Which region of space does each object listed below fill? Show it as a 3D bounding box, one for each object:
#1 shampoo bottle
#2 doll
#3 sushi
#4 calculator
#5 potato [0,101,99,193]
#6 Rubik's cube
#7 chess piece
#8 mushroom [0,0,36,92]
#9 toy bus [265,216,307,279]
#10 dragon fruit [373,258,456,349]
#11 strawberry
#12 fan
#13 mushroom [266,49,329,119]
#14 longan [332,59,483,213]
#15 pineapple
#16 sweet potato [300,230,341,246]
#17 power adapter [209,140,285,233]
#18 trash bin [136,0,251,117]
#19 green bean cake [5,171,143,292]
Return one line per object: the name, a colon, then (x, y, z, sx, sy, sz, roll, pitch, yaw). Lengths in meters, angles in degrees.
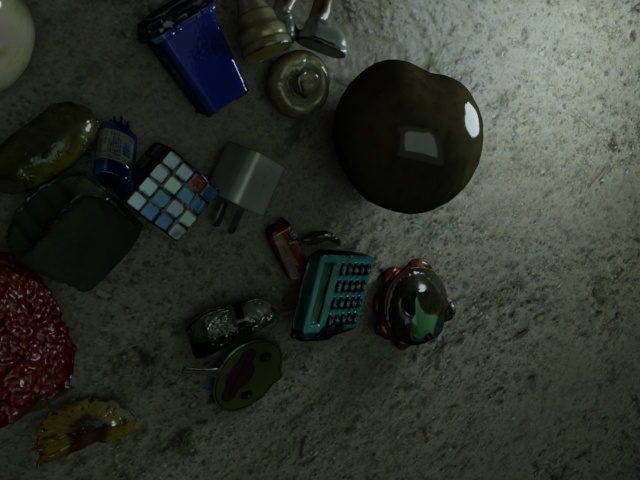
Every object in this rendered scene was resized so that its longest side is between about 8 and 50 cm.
shampoo bottle: (-0.436, -0.192, 1.204, 0.087, 0.183, 0.050, 26, 132, -39)
doll: (-0.001, -0.646, 1.327, 0.348, 0.161, 0.423, 35, 90, -27)
sushi: (-0.216, 0.199, 1.459, 0.272, 0.134, 0.109, -27, 83, -10)
calculator: (0.042, 0.152, 1.565, 0.274, 0.058, 0.248, 5, 102, -50)
potato: (-0.563, -0.184, 1.148, 0.251, 0.149, 0.113, -49, 141, -13)
Rubik's cube: (-0.350, -0.112, 1.276, 0.155, 0.154, 0.151, -50, 120, -8)
chess piece: (-0.182, -0.602, 1.236, 0.117, 0.117, 0.397, -22, 97, -22)
mushroom: (-0.662, -0.398, 1.019, 0.234, 0.254, 0.260, 29, 113, 10)
toy bus: (-0.083, 0.029, 1.506, 0.077, 0.079, 0.174, -30, 117, -14)
dragon fruit: (0.283, 0.206, 1.724, 0.268, 0.130, 0.295, -10, 107, -31)
strawberry: (-0.664, 0.207, 1.157, 0.292, 0.292, 0.344, -12, 84, -25)
fan: (-0.226, 0.360, 1.508, 0.335, 0.011, 0.230, 17, 102, -43)
mushroom: (-0.051, -0.382, 1.387, 0.166, 0.127, 0.166, -11, 115, -25)
longan: (0.222, -0.260, 1.445, 0.404, 0.336, 0.405, -5, 107, -15)
pineapple: (-0.564, 0.430, 1.320, 0.233, 0.135, 0.080, -6, 120, -39)
sweet potato: (0.002, -0.006, 1.562, 0.153, 0.038, 0.041, 3, 104, -42)
power adapter: (-0.197, -0.116, 1.364, 0.125, 0.130, 0.205, 24, 92, -51)
trash bin: (-0.267, -0.413, 1.249, 0.184, 0.162, 0.234, -39, 123, -15)
green bean cake: (-0.511, -0.021, 1.184, 0.222, 0.125, 0.227, -46, 155, -5)
